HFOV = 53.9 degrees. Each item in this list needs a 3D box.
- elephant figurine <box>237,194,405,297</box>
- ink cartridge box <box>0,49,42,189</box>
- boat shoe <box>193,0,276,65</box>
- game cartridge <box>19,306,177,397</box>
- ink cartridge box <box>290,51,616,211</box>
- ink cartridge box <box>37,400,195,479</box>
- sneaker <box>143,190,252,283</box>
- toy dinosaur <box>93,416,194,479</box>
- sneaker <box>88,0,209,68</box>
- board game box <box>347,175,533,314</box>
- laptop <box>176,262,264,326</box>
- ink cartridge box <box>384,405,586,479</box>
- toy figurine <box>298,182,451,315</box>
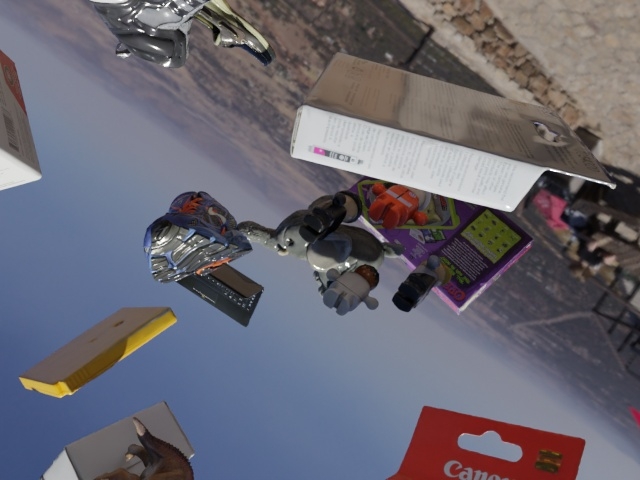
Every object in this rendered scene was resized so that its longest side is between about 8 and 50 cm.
[{"bbox_3d":[0.000,0.000,1.174,0.169,0.186,0.239,20,157,49],"label":"elephant figurine"},{"bbox_3d":[-0.486,-0.190,0.803,0.273,0.114,0.197,93,159,-79],"label":"ink cartridge box"},{"bbox_3d":[-0.187,-0.415,1.238,0.223,0.073,0.080,39,174,-29],"label":"boat shoe"},{"bbox_3d":[-0.554,0.270,1.568,0.285,0.323,0.053,-7,114,49],"label":"game cartridge"},{"bbox_3d":[0.150,-0.138,0.779,0.330,0.071,0.324,16,-154,1],"label":"ink cartridge box"},{"bbox_3d":[-0.421,0.465,1.223,0.223,0.307,0.129,-16,-114,-50],"label":"ink cartridge box"},{"bbox_3d":[-0.139,-0.010,0.668,0.087,0.083,0.221,62,-178,3],"label":"sneaker"},{"bbox_3d":[-0.254,0.438,1.029,0.200,0.296,0.127,3,175,16],"label":"toy dinosaur"},{"bbox_3d":[-0.185,-0.338,0.890,0.153,0.268,0.101,78,179,-48],"label":"sneaker"},{"bbox_3d":[0.231,-0.040,1.292,0.347,0.208,0.056,46,168,24],"label":"board game box"},{"bbox_3d":[-0.267,0.110,1.480,0.234,0.136,0.264,33,135,5],"label":"laptop"},{"bbox_3d":[0.181,0.419,0.924,0.308,0.385,0.091,-2,140,47],"label":"ink cartridge box"},{"bbox_3d":[0.094,0.010,1.032,0.148,0.213,0.210,-34,-72,-54],"label":"toy figurine"}]
